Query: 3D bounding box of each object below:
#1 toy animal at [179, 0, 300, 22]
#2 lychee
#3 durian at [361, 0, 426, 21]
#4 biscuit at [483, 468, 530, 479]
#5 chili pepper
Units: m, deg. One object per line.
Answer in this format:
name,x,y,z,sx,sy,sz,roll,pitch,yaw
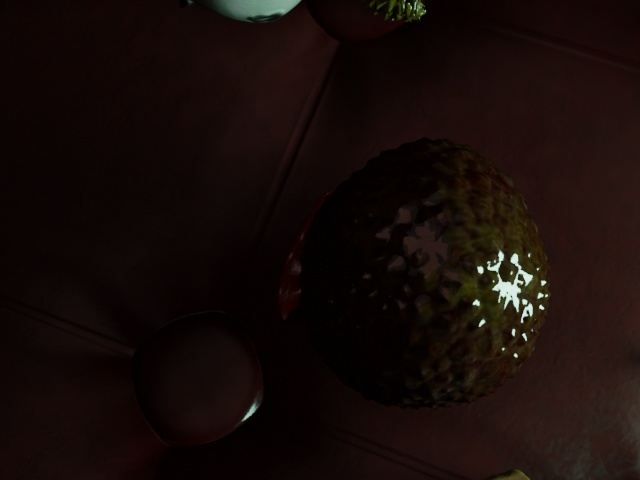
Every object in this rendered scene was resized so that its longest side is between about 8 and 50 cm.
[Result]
toy animal,-0.074,-0.365,1.216,0.187,0.165,0.235,21,78,12
lychee,0.098,0.035,1.047,0.260,0.260,0.261,-2,74,7
durian,0.059,-0.349,1.234,0.078,0.140,0.224,-20,53,17
biscuit,0.249,0.334,1.045,0.248,0.035,0.184,26,80,13
chili pepper,-0.001,-0.001,1.164,0.059,0.050,0.191,23,78,21
